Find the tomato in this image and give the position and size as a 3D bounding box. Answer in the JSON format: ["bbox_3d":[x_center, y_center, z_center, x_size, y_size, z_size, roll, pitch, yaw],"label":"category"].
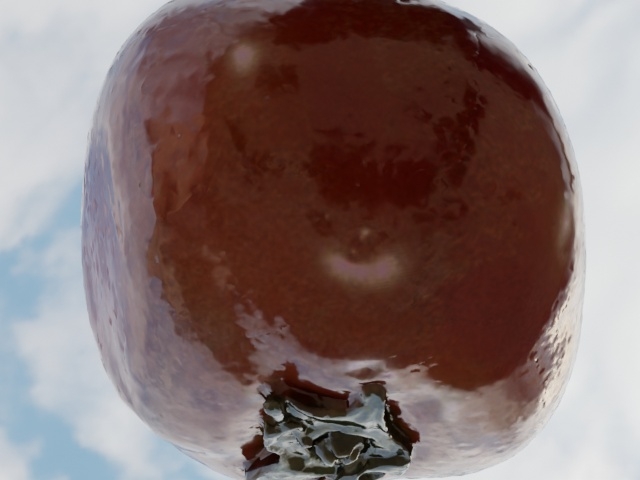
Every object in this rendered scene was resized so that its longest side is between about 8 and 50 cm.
[{"bbox_3d":[0.000,0.000,1.113,0.293,0.325,0.289,1,-117,-4],"label":"tomato"}]
